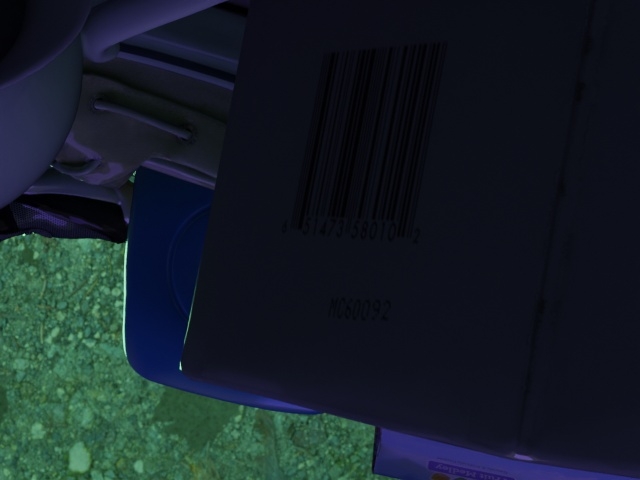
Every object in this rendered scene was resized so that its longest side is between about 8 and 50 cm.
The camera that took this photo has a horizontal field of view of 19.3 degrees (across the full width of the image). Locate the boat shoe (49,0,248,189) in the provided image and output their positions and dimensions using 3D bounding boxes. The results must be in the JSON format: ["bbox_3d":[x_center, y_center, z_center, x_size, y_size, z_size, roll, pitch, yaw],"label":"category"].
[{"bbox_3d":[-0.096,-0.071,0.882,0.302,0.094,0.109,11,180,-29],"label":"boat shoe"}]

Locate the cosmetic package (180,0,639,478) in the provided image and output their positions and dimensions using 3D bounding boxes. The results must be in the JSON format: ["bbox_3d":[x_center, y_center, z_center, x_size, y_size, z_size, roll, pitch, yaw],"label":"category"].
[{"bbox_3d":[0.166,0.008,0.623,0.366,0.155,0.197,13,176,-29],"label":"cosmetic package"}]

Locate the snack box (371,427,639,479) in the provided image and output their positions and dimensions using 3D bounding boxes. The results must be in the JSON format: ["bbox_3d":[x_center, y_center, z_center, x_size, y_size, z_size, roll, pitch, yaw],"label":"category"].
[{"bbox_3d":[0.129,0.024,0.847,0.175,0.207,0.070,12,141,8],"label":"snack box"}]

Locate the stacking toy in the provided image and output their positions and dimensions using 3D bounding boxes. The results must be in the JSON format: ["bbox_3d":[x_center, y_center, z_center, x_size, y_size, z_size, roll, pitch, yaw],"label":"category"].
[{"bbox_3d":[0.000,0.000,1.289,0.166,0.175,0.302,9,-169,18],"label":"stacking toy"}]

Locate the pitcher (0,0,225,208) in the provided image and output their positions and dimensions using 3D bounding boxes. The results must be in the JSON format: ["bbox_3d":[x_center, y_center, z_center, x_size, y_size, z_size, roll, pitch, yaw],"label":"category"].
[{"bbox_3d":[-0.120,-0.074,0.685,0.178,0.125,0.207,-5,173,-14],"label":"pitcher"}]

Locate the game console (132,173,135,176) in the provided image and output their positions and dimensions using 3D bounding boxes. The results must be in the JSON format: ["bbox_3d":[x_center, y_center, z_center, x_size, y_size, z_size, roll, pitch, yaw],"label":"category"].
[{"bbox_3d":[-0.209,-0.088,1.375,0.342,0.060,0.386,19,-178,26],"label":"game console"}]

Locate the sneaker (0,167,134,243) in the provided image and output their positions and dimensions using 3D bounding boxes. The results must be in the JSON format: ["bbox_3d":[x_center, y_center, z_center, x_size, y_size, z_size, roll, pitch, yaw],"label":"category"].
[{"bbox_3d":[-0.251,-0.001,1.248,0.269,0.153,0.101,14,179,-16],"label":"sneaker"}]
